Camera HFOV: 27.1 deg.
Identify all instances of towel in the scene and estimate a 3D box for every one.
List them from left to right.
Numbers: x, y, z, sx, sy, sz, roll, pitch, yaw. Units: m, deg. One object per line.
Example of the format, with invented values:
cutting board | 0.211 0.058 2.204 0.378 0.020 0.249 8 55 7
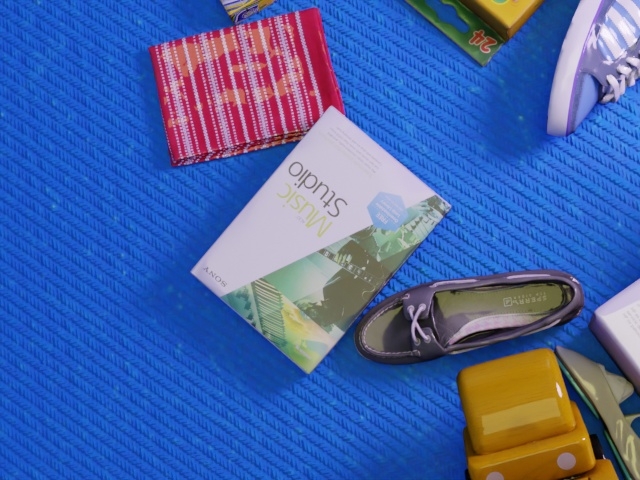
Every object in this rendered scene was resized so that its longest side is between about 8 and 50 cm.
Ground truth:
towel | -0.112 -0.232 2.002 0.274 0.031 0.199 -13 80 5

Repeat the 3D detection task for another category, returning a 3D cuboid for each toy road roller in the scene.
toy road roller | 0.272 0.287 1.736 0.202 0.329 0.241 -17 100 6

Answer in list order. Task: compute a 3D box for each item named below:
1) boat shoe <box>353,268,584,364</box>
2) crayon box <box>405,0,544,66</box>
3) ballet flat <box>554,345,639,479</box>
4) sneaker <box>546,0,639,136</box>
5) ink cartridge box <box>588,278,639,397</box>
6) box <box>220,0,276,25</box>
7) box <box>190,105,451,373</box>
boat shoe | 0.207 0.101 1.884 0.335 0.095 0.112 -12 81 4
crayon box | 0.275 -0.442 1.964 0.202 0.081 0.318 41 88 10
ballet flat | 0.415 0.241 1.851 0.086 0.086 0.248 -30 89 1
sneaker | 0.474 -0.270 1.891 0.236 0.130 0.323 19 79 13
ink cartridge box | 0.609 0.108 1.801 0.395 0.166 0.285 -35 77 1
box | -0.075 -0.398 2.010 0.169 0.054 0.059 -31 79 2
box | 0.000 0.000 1.928 0.232 0.058 0.322 40 92 6
